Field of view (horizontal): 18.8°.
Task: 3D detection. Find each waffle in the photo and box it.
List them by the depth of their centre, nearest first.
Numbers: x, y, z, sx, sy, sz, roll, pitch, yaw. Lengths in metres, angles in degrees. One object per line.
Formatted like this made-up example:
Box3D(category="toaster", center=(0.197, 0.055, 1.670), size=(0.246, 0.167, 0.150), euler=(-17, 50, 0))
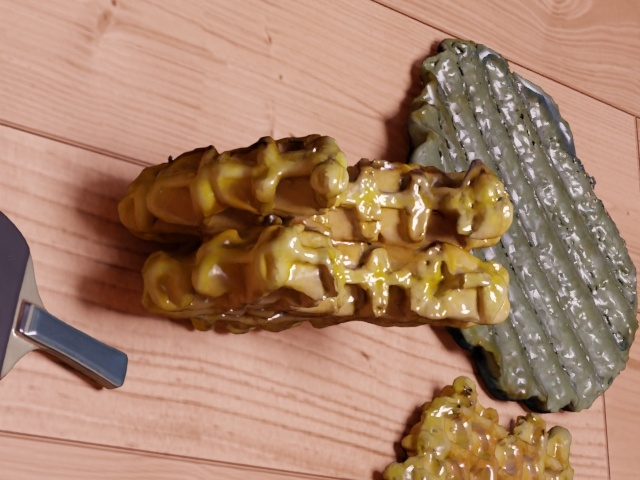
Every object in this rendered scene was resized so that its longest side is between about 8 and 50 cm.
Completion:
Box3D(category="waffle", center=(0.000, 0.000, 1.616), size=(0.324, 0.261, 0.151), euler=(11, 78, -47))
Box3D(category="waffle", center=(0.170, 0.272, 1.908), size=(0.301, 0.058, 0.281), euler=(-1, 80, -53))

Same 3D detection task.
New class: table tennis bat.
Box3D(category="table tennis bat", center=(-0.252, 0.049, 1.481), size=(0.274, 0.021, 0.154), euler=(33, 55, -38))

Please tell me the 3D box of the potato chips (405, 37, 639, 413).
Box3D(category="potato chips", center=(0.209, -0.006, 2.036), size=(0.358, 0.070, 0.429), euler=(-44, 113, -50))
